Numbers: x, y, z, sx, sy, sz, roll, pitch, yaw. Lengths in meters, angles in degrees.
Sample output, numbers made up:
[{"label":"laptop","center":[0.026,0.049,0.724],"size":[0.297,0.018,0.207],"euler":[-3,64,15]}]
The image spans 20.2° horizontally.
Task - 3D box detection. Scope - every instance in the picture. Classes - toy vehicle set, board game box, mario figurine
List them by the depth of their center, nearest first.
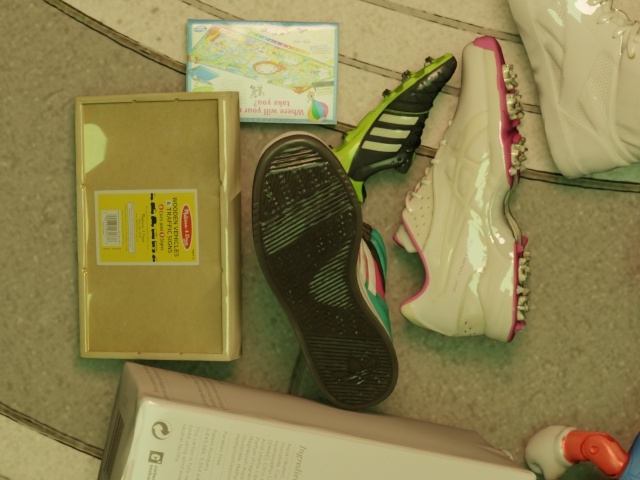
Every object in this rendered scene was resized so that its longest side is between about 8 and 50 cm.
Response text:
[{"label":"toy vehicle set","center":[-0.162,-0.014,1.791],"size":[0.166,0.035,0.267],"euler":[1,93,20]},{"label":"mario figurine","center":[0.337,0.233,1.800],"size":[0.170,0.198,0.320],"euler":[29,109,-39]},{"label":"board game box","center":[-0.059,-0.170,1.819],"size":[0.154,0.026,0.103],"euler":[2,93,-2]}]

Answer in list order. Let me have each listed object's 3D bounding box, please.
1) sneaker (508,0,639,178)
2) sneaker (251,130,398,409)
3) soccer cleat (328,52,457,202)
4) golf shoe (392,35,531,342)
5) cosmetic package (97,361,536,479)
[{"label":"sneaker","center":[0.285,-0.214,1.751],"size":[0.169,0.108,0.293],"euler":[-9,104,38]},{"label":"sneaker","center":[0.000,0.000,1.752],"size":[0.123,0.178,0.296],"euler":[-16,119,-1]},{"label":"soccer cleat","center":[0.080,-0.114,1.805],"size":[0.072,0.060,0.179],"euler":[44,106,-7]},{"label":"golf shoe","center":[0.138,-0.051,1.792],"size":[0.140,0.115,0.306],"euler":[-1,86,13]},{"label":"cosmetic package","center":[-0.012,0.238,1.724],"size":[0.385,0.217,0.156],"euler":[14,93,-10]}]
